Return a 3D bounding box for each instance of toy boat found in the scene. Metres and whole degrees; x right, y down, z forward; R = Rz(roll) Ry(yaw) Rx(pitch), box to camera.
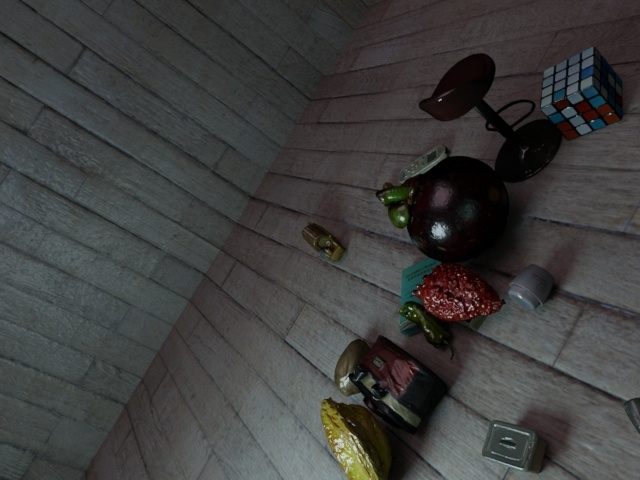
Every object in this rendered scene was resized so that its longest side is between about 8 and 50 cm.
[{"bbox_3d":[0.000,0.000,2.284,0.089,0.115,0.310,-54,28,5],"label":"toy boat"}]

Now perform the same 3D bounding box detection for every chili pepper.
[{"bbox_3d":[0.306,0.248,1.561,0.073,0.072,0.204,-35,61,-19],"label":"chili pepper"}]

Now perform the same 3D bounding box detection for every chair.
[{"bbox_3d":[0.474,-0.362,1.604,0.226,0.400,0.227,-39,33,32],"label":"chair"}]

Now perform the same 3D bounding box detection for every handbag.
[{"bbox_3d":[0.193,0.383,1.510,0.181,0.181,0.254,-52,29,-6],"label":"handbag"}]

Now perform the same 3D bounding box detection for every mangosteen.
[{"bbox_3d":[0.349,-0.104,1.585,0.306,0.359,0.306,-58,0,1],"label":"mangosteen"}]

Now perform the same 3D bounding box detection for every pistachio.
[{"bbox_3d":[0.106,0.387,1.733,0.108,0.126,0.186,12,60,15],"label":"pistachio"}]

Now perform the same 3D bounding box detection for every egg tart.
[{"bbox_3d":[0.104,0.531,1.480,0.123,0.294,0.294,-25,21,-18],"label":"egg tart"}]

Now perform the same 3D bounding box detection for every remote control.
[{"bbox_3d":[0.373,-0.271,2.053,0.221,0.042,0.078,-32,36,37],"label":"remote control"}]

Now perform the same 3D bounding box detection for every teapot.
[{"bbox_3d":[0.602,0.350,1.043,0.042,0.042,0.111,-37,38,32],"label":"teapot"}]

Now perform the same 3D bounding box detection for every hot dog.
[{"bbox_3d":[0.269,-0.145,2.082,0.216,0.047,0.066,-98,12,-53],"label":"hot dog"}]

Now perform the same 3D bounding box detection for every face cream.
[{"bbox_3d":[0.513,0.114,1.376,0.095,0.091,0.091,-51,27,-7],"label":"face cream"}]

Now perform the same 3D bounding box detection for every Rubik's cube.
[{"bbox_3d":[0.707,-0.396,1.537,0.155,0.151,0.154,-23,41,48],"label":"Rubik's cube"}]

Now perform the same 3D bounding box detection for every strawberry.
[{"bbox_3d":[0.356,0.141,1.487,0.174,0.098,0.228,-41,31,-10],"label":"strawberry"}]

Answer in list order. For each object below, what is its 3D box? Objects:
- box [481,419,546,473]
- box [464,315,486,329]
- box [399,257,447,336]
[{"bbox_3d":[0.417,0.445,1.210,0.122,0.062,0.089,-4,57,55],"label":"box"},{"bbox_3d":[0.409,0.187,1.522,0.079,0.035,0.083,-56,28,1],"label":"box"},{"bbox_3d":[0.311,0.160,1.698,0.162,0.041,0.229,-32,36,39],"label":"box"}]
